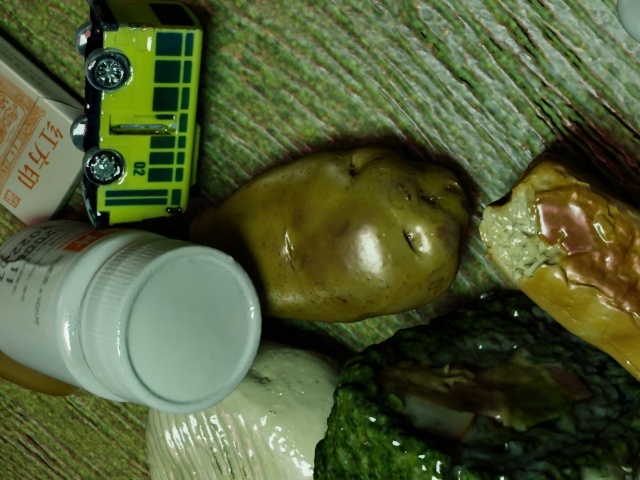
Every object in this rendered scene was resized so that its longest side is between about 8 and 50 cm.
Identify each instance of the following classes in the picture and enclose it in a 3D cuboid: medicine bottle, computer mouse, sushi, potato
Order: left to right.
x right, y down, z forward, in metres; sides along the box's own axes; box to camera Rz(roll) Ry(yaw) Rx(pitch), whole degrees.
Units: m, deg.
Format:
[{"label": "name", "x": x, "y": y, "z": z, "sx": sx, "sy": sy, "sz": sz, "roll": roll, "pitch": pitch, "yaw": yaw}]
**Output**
[{"label": "computer mouse", "x": -0.463, "y": 0.153, "z": 1.573, "sx": 0.245, "sy": 0.056, "sz": 0.126, "roll": 25, "pitch": 120, "yaw": 13}, {"label": "medicine bottle", "x": -0.256, "y": 0.086, "z": 1.285, "sx": 0.371, "sy": 0.211, "sz": 0.211, "roll": 6, "pitch": 118, "yaw": 50}, {"label": "potato", "x": 0.000, "y": 0.000, "z": 1.246, "sx": 0.369, "sy": 0.176, "sz": 0.195, "roll": -9, "pitch": 136, "yaw": 31}, {"label": "sushi", "x": 0.193, "y": 0.218, "z": 1.132, "sx": 0.294, "sy": 0.352, "sz": 0.178, "roll": 39, "pitch": 133, "yaw": 41}]

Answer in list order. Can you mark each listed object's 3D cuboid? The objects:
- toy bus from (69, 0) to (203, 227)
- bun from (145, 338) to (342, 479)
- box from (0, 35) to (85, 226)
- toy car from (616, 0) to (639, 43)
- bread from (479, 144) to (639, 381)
[{"label": "toy bus", "x": -0.222, "y": -0.155, "z": 1.265, "sx": 0.150, "sy": 0.128, "sz": 0.262, "roll": -3, "pitch": 120, "yaw": -21}, {"label": "bun", "x": -0.073, "y": 0.278, "z": 1.364, "sx": 0.326, "sy": 0.234, "sz": 0.362, "roll": 50, "pitch": 131, "yaw": 2}, {"label": "box", "x": -0.471, "y": -0.193, "z": 1.403, "sx": 0.365, "sy": 0.051, "sz": 0.204, "roll": 40, "pitch": 126, "yaw": -2}, {"label": "toy car", "x": 0.344, "y": -0.244, "z": 1.019, "sx": 0.139, "sy": 0.112, "sz": 0.112, "roll": 56, "pitch": 138, "yaw": 3}, {"label": "bread", "x": 0.328, "y": 0.049, "z": 1.103, "sx": 0.344, "sy": 0.195, "sz": 0.149, "roll": 36, "pitch": 102, "yaw": 5}]
